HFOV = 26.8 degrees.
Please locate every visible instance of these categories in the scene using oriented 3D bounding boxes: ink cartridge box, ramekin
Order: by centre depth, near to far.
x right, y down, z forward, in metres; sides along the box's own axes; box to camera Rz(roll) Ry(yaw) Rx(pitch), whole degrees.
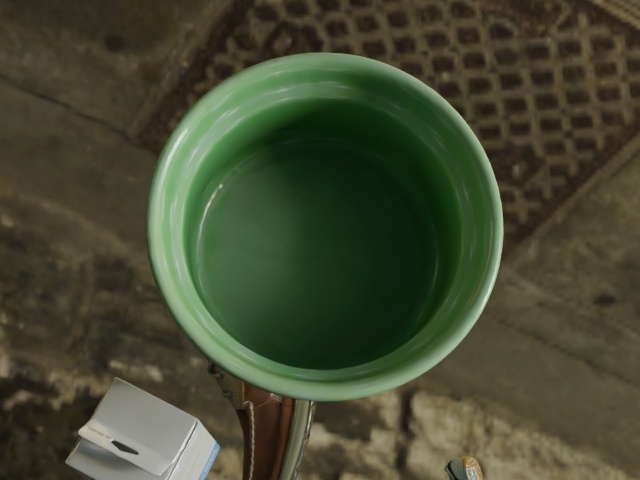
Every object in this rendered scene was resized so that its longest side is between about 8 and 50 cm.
[{"bbox_3d":[0.000,0.000,1.196,0.303,0.303,0.148,8,166,-1],"label":"ramekin"},{"bbox_3d":[-0.159,0.193,1.216,0.092,0.090,0.143,24,163,12],"label":"ink cartridge box"}]

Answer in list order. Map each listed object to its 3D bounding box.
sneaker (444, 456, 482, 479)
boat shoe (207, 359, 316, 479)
[{"bbox_3d":[0.151,0.262,1.371,0.037,0.083,0.032,-16,175,42],"label":"sneaker"},{"bbox_3d":[-0.057,0.120,1.394,0.120,0.324,0.122,9,171,0],"label":"boat shoe"}]
